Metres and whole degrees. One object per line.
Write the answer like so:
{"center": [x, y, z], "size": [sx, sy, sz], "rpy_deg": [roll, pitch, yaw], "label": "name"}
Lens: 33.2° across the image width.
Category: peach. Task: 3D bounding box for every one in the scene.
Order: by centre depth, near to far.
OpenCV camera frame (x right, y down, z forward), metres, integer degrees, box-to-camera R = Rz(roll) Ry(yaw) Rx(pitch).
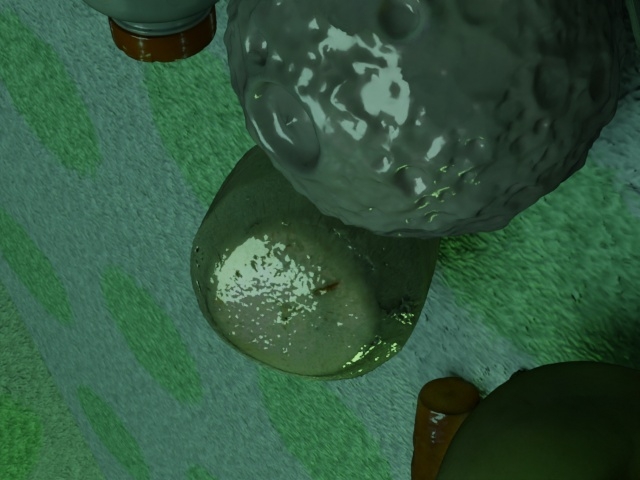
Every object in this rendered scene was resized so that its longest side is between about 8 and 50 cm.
{"center": [0.227, 0.230, 0.816], "size": [0.292, 0.247, 0.292], "rpy_deg": [26, 166, 7], "label": "peach"}

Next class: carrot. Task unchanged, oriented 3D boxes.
{"center": [0.132, 0.229, 1.120], "size": [0.087, 0.087, 0.193], "rpy_deg": [26, 142, 42], "label": "carrot"}

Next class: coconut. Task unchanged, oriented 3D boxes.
{"center": [0.000, 0.000, 0.942], "size": [0.224, 0.234, 0.224], "rpy_deg": [8, 126, 12], "label": "coconut"}

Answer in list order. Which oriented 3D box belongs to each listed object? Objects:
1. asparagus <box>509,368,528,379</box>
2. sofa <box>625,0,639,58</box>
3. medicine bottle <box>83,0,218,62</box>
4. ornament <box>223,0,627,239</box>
{"center": [0.202, 0.192, 1.027], "size": [0.036, 0.030, 0.165], "rpy_deg": [6, 129, 24], "label": "asparagus"}
{"center": [0.247, -0.168, 0.501], "size": [0.225, 0.176, 0.210], "rpy_deg": [-117, 3, -68], "label": "sofa"}
{"center": [-0.146, -0.289, 0.888], "size": [0.157, 0.157, 0.288], "rpy_deg": [37, 148, 29], "label": "medicine bottle"}
{"center": [0.058, -0.124, 0.684], "size": [0.259, 0.225, 0.259], "rpy_deg": [38, 149, 27], "label": "ornament"}
